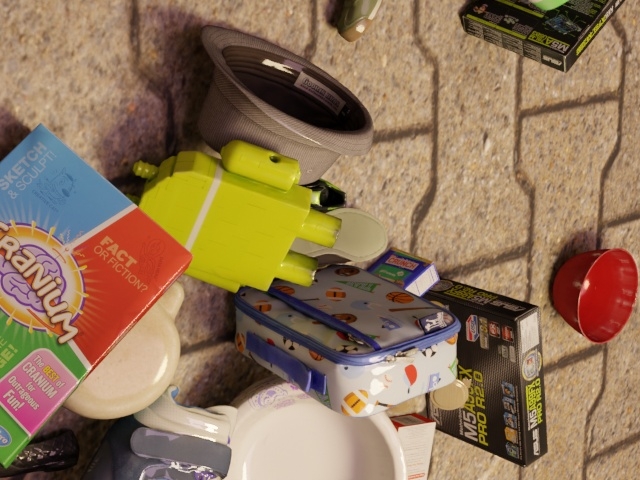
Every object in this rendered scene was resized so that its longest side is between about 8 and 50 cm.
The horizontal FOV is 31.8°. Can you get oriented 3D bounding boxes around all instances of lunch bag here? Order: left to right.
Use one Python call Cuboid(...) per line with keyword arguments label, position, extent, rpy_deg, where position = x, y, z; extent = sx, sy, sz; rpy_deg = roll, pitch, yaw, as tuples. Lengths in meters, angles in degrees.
Cuboid(label="lunch bag", position=(0.032, 0.132, 1.549), extent=(0.243, 0.303, 0.115), rpy_deg=(-12, 113, -38))

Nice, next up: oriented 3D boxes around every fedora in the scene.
Cuboid(label="fedora", position=(-0.065, -0.160, 1.475), extent=(0.275, 0.244, 0.124), rpy_deg=(8, 126, -45))

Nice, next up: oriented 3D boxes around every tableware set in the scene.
Cuboid(label="tableware set", position=(0.157, 0.221, 1.812), extent=(0.168, 0.020, 0.141), rpy_deg=(-8, 118, 5))

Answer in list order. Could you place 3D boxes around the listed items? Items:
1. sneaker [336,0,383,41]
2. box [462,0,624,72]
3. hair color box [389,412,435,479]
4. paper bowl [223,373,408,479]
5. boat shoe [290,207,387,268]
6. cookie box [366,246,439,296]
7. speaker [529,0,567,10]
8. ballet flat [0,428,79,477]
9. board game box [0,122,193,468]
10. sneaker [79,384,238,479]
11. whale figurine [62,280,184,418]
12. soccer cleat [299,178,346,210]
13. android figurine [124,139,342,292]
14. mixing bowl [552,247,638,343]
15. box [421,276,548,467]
Cuboid(label="sneaker", position=(0.056, -0.385, 1.595), extent=(0.086, 0.064, 0.192), rpy_deg=(34, 79, -34))
Cuboid(label="box", position=(0.353, -0.367, 1.768), extent=(0.184, 0.190, 0.045), rpy_deg=(-51, 150, -18))
Cuboid(label="hair color box", position=(0.132, 0.379, 1.874), extent=(0.093, 0.053, 0.167), rpy_deg=(1, 100, -42))
Cuboid(label="paper bowl", position=(-0.024, 0.325, 1.610), extent=(0.284, 0.148, 0.284), rpy_deg=(0, 94, -4))
Cuboid(label="boat shoe", position=(0.000, 0.000, 1.646), extent=(0.227, 0.068, 0.081), rpy_deg=(-3, 78, -41))
Cuboid(label="cookie box", position=(0.115, 0.065, 1.746), extent=(0.107, 0.092, 0.040), rpy_deg=(-39, 128, -27))
Cuboid(label="speaker", position=(0.278, -0.484, 1.659), extent=(0.296, 0.131, 0.131), rpy_deg=(45, 71, -17))
Cuboid(label="ballet flat", position=(-0.383, 0.267, 1.407), extent=(0.173, 0.057, 0.049), rpy_deg=(5, 58, -43))
Cuboid(label="board game box", position=(-0.339, 0.059, 1.280), extent=(0.242, 0.064, 0.316), rpy_deg=(41, 70, -1))
Cuboid(label="sneaker", position=(-0.140, 0.334, 1.445), extent=(0.323, 0.130, 0.236), rpy_deg=(41, 64, -10))
Cuboid(label="whale figurine", position=(-0.280, 0.085, 1.400), extent=(0.216, 0.141, 0.272), rpy_deg=(-14, 88, -21))
Cuboid(label="soccer cleat", position=(-0.040, -0.069, 1.585), extent=(0.179, 0.072, 0.060), rpy_deg=(-1, 102, -41))
Cuboid(label="android figurine", position=(-0.119, -0.026, 1.444), extent=(0.273, 0.056, 0.248), rpy_deg=(18, 134, -9))
Cuboid(label="mixing bowl", position=(0.496, 0.091, 2.081), extent=(0.181, 0.098, 0.181), rpy_deg=(-13, 111, -38))
Cuboid(label="box", position=(0.262, 0.211, 1.831), extent=(0.060, 0.216, 0.270), rpy_deg=(-24, 117, -37))
